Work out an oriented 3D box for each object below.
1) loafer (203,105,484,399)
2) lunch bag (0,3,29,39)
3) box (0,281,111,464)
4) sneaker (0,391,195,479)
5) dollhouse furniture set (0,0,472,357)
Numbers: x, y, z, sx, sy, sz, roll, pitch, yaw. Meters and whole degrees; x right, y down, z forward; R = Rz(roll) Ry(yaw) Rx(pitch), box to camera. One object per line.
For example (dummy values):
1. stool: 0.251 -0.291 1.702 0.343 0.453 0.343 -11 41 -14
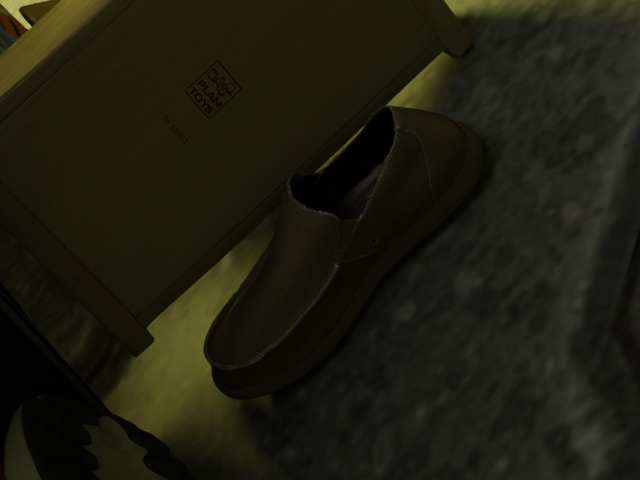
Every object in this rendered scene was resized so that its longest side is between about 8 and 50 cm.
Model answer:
1. loafer: 0.000 0.000 0.773 0.148 0.050 0.056 -48 34 6
2. lunch bag: -0.311 -0.031 1.078 0.243 0.115 0.303 -11 38 43
3. box: -0.270 -0.017 0.759 0.182 0.296 0.294 -41 64 -6
4. sneaker: -0.083 0.179 0.691 0.118 0.107 0.279 -56 25 23
5. dollhouse furniture set: -0.132 -0.146 0.868 0.198 0.286 0.303 -43 35 -4
